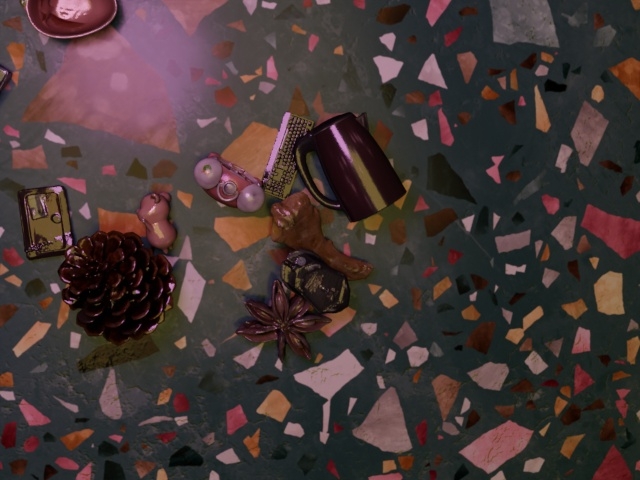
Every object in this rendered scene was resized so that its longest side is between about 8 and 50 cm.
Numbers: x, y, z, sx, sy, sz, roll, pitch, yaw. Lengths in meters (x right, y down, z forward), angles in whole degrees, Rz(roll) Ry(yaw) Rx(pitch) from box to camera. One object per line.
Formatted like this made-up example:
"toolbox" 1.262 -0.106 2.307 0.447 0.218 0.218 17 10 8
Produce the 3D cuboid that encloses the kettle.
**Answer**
"kettle" 0.059 -0.165 1.668 0.202 0.144 0.232 -28 96 18

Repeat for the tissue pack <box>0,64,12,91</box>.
"tissue pack" -0.749 -0.352 1.543 0.156 0.051 0.112 33 94 -12

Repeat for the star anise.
"star anise" -0.079 0.180 1.718 0.212 0.073 0.197 36 94 -14

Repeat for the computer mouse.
"computer mouse" -0.010 0.094 1.674 0.192 0.062 0.105 38 86 -17

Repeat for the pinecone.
"pinecone" -0.442 0.091 1.546 0.247 0.292 0.246 -3 71 8

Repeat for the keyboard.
"keyboard" -0.079 -0.195 1.692 0.074 0.015 0.196 20 94 -11

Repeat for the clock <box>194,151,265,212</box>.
"clock" -0.203 -0.119 1.609 0.166 0.162 0.092 32 95 -12

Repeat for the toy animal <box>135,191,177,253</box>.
"toy animal" -0.362 -0.043 1.639 0.089 0.083 0.150 -16 112 -19

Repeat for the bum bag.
"bum bag" -0.610 -0.040 1.629 0.109 0.026 0.159 -7 94 -8

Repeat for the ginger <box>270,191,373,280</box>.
"ginger" 0.000 0.000 1.705 0.295 0.086 0.131 36 82 -20

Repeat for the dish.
"dish" -0.528 -0.524 1.535 0.214 0.090 0.213 -2 99 -11
